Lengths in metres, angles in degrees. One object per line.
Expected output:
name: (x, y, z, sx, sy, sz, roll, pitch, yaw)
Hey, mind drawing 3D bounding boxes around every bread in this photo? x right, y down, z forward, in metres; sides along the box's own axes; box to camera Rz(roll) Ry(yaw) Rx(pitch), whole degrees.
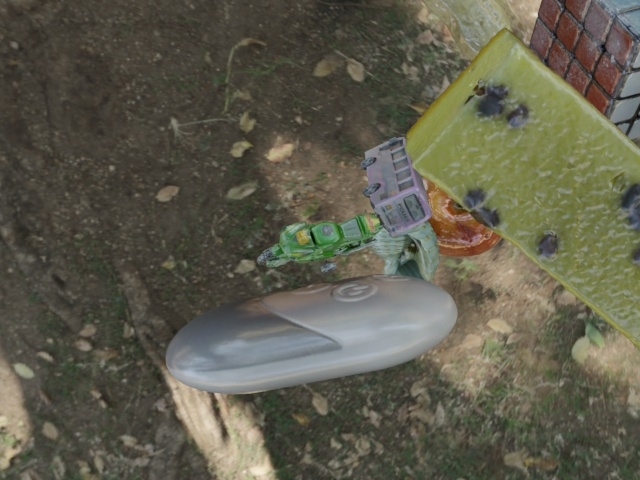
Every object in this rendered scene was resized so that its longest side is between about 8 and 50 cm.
bread: (0.156, -0.012, 0.385, 0.226, 0.049, 0.088, 35, 112, -14)

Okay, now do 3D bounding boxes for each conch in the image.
conch: (0.147, 0.007, 1.158, 0.102, 0.153, 0.135, -43, 41, -20)

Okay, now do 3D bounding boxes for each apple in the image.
apple: (0.249, -0.068, 1.252, 0.210, 0.164, 0.209, 2, 98, 11)

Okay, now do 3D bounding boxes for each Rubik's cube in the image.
Rubik's cube: (0.729, -0.470, 1.606, 0.337, 0.343, 0.344, -18, 58, -11)

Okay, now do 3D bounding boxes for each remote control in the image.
remote control: (-0.010, 0.103, 0.784, 0.332, 0.221, 0.103, -12, 93, -1)

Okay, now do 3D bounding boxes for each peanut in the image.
peanut: (0.268, -0.433, 1.275, 0.124, 0.123, 0.256, -34, 79, 22)

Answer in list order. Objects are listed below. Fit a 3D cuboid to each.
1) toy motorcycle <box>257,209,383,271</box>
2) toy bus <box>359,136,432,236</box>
toy motorcycle: (0.000, 0.000, 1.027, 0.106, 0.190, 0.074, 127, 127, -63)
toy bus: (0.065, -0.051, 0.599, 0.052, 0.130, 0.037, -26, 114, 14)
